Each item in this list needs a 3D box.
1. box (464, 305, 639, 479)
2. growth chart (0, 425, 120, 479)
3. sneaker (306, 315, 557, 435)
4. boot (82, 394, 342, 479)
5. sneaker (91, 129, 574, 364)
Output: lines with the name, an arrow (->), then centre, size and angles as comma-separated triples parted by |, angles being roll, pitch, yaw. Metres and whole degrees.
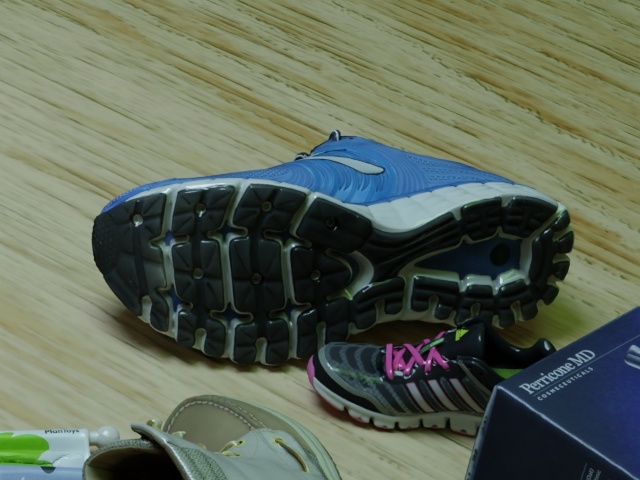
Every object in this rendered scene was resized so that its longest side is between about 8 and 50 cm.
box -> 0.211, 0.151, 1.086 | 0.207, 0.108, 0.153 | 33, 38, 30
growth chart -> -0.144, 0.177, 1.013 | 0.172, 0.021, 0.237 | -3, 35, -24
sneaker -> 0.078, 0.080, 1.185 | 0.170, 0.074, 0.063 | 11, 32, -1
boot -> -0.063, 0.130, 0.987 | 0.165, 0.077, 0.213 | 24, 10, -42
sneaker -> 0.000, 0.000, 1.271 | 0.330, 0.129, 0.147 | 0, 19, -23
